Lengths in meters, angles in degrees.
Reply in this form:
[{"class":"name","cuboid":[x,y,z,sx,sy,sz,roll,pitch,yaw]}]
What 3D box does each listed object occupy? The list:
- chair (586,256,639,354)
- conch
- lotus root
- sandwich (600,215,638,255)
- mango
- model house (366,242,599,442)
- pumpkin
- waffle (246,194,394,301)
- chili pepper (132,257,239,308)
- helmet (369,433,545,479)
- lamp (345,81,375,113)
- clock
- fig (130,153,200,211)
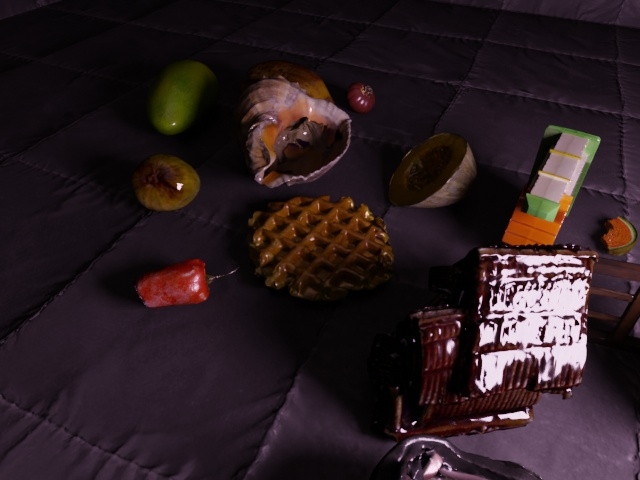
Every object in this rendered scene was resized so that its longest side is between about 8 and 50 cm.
[{"class":"chair","cuboid":[0.549,0.183,0.699,0.416,0.203,0.240,9,39,10]},{"class":"conch","cuboid":[-0.076,-0.235,1.166,0.297,0.210,0.352,6,62,3]},{"class":"lotus root","cuboid":[-0.092,-0.413,1.381,0.291,0.193,0.193,19,44,28]},{"class":"sandwich","cuboid":[0.654,-0.006,1.040,0.067,0.029,0.135,19,45,27]},{"class":"mango","cuboid":[-0.402,-0.412,1.381,0.192,0.156,0.343,-3,45,8]},{"class":"model house","cuboid":[0.223,0.105,0.713,0.317,0.282,0.297,-2,42,-4]},{"class":"pumpkin","cuboid":[0.277,-0.147,1.118,0.110,0.217,0.217,32,35,-24]},{"class":"waffle","cuboid":[0.000,0.000,0.988,0.302,0.068,0.325,-8,44,-10]},{"class":"chili pepper","cuboid":[-0.245,0.077,0.886,0.192,0.084,0.086,-15,60,-11]},{"class":"helmet","cuboid":[0.164,0.348,0.542,0.253,0.154,0.198,32,27,7]},{"class":"lamp","cuboid":[0.124,-0.444,1.475,0.101,0.090,0.101,21,52,-31]},{"class":"clock","cuboid":[0.455,-0.073,0.979,0.106,0.219,0.255,24,54,25]},{"class":"fig","cuboid":[-0.352,-0.131,1.086,0.153,0.121,0.135,7,77,-22]}]
